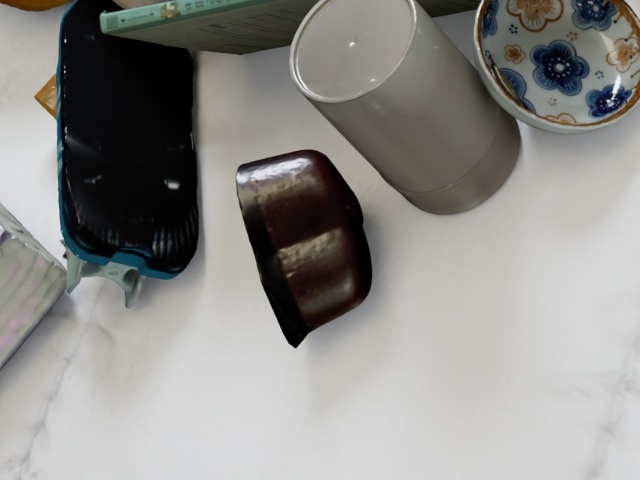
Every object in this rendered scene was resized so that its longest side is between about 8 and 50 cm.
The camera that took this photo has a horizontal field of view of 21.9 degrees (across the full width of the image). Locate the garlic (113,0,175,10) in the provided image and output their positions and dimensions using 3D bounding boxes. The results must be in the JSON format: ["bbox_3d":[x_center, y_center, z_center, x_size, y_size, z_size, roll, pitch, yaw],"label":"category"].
[{"bbox_3d":[-0.112,-0.263,1.496,0.228,0.110,0.217,0,38,3],"label":"garlic"}]

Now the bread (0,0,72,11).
[{"bbox_3d":[-0.269,-0.377,1.650,0.312,0.172,0.312,-19,54,27],"label":"bread"}]

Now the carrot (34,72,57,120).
[{"bbox_3d":[-0.184,-0.200,1.565,0.057,0.057,0.224,24,72,41],"label":"carrot"}]

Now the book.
[{"bbox_3d":[-0.007,-0.188,1.343,0.282,0.215,0.025,-6,88,29],"label":"book"}]

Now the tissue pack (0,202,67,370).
[{"bbox_3d":[-0.408,0.092,1.486,0.344,0.125,0.242,-50,47,-2],"label":"tissue pack"}]

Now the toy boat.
[{"bbox_3d":[-0.186,-0.089,1.461,0.092,0.134,0.299,-44,39,41],"label":"toy boat"}]

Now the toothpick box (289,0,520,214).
[{"bbox_3d":[0.067,-0.104,1.247,0.111,0.180,0.111,-16,57,26],"label":"toothpick box"}]

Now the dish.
[{"bbox_3d":[0.173,-0.130,1.265,0.141,0.078,0.141,6,64,-12],"label":"dish"}]

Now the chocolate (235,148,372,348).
[{"bbox_3d":[0.000,0.000,1.291,0.080,0.125,0.149,-17,91,15],"label":"chocolate"}]
